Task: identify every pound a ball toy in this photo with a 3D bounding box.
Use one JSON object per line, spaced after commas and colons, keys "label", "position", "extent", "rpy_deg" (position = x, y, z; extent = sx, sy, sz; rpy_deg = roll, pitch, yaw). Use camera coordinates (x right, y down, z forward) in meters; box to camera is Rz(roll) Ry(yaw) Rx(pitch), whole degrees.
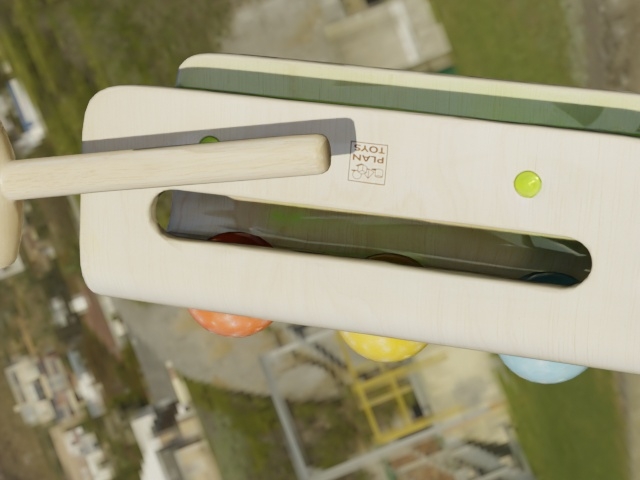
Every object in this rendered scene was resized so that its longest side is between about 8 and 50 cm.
{"label": "pound a ball toy", "position": [0.000, 0.000, 0.715], "extent": [0.208, 0.319, 0.136], "rpy_deg": [-41, -45, -68]}
